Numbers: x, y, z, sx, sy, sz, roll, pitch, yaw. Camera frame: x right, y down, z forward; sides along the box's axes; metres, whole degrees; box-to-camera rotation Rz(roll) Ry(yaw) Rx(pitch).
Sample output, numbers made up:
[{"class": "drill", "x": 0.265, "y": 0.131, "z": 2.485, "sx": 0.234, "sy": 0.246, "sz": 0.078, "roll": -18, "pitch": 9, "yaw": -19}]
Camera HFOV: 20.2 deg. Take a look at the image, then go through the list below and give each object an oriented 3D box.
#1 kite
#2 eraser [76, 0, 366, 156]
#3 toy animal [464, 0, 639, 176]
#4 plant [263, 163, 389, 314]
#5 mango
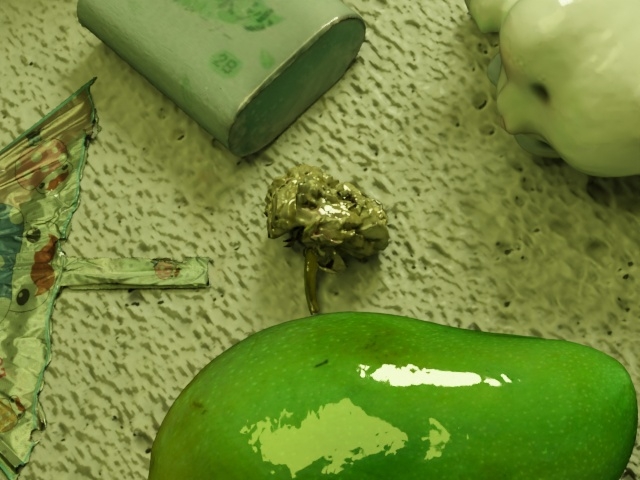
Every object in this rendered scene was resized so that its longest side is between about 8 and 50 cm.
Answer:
[{"class": "kite", "x": -0.272, "y": 0.026, "z": 1.638, "sx": 0.368, "sy": 0.014, "sz": 0.406, "roll": -1, "pitch": 65, "yaw": 17}, {"class": "eraser", "x": -0.094, "y": -0.203, "z": 1.656, "sx": 0.174, "sy": 0.081, "sz": 0.227, "roll": -45, "pitch": 60, "yaw": -8}, {"class": "toy animal", "x": 0.252, "y": -0.165, "z": 1.471, "sx": 0.241, "sy": 0.196, "sz": 0.368, "roll": -17, "pitch": 59, "yaw": 7}, {"class": "plant", "x": 0.000, "y": 0.000, "z": 1.547, "sx": 0.116, "sy": 0.104, "sz": 0.122, "roll": 28, "pitch": 105, "yaw": 61}, {"class": "mango", "x": 0.052, "y": 0.158, "z": 1.372, "sx": 0.381, "sy": 0.201, "sz": 0.225, "roll": -12, "pitch": 52, "yaw": 8}]
